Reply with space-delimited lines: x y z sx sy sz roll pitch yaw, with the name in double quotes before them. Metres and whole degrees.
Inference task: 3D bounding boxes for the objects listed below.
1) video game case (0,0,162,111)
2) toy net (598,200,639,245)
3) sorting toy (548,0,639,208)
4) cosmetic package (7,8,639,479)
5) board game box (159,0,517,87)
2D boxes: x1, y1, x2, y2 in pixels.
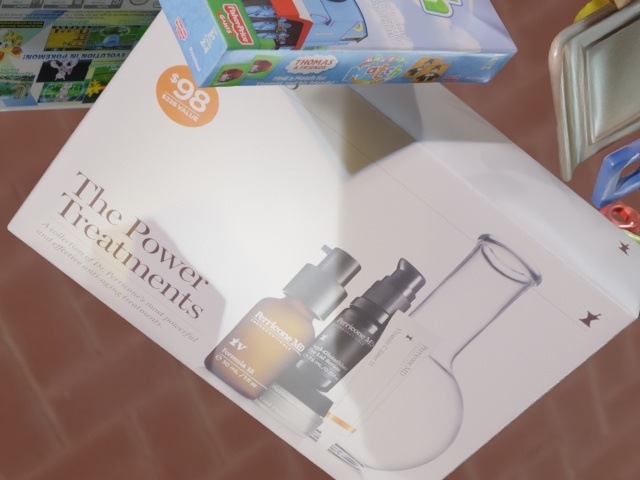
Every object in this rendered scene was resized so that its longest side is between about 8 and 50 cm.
"video game case" -0.300 -0.274 1.734 0.329 0.036 0.300 -7 142 -37
"toy net" 0.214 -0.029 1.278 0.122 0.232 0.045 -43 162 -35
"sorting toy" 0.237 -0.146 1.029 0.196 0.047 0.347 -34 153 -5
"cosmetic package" 0.000 0.000 1.050 0.377 0.097 0.284 38 123 -6
"board game box" -0.005 -0.160 0.815 0.212 0.160 0.039 -6 151 -40
